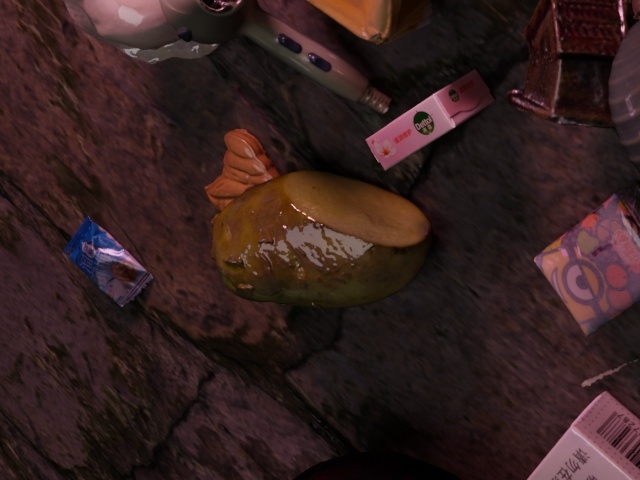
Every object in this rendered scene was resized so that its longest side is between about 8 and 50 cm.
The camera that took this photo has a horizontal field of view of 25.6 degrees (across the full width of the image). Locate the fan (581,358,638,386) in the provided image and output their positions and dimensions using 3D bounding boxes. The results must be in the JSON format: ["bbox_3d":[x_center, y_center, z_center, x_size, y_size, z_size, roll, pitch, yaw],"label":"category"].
[{"bbox_3d":[0.391,0.109,1.545,0.182,0.010,0.310,53,136,2],"label":"fan"}]

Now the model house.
[{"bbox_3d":[0.282,-0.188,1.413,0.165,0.106,0.152,4,110,0],"label":"model house"}]

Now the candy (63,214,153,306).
[{"bbox_3d":[-0.316,0.035,2.103,0.136,0.038,0.088,43,122,3],"label":"candy"}]

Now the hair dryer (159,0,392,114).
[{"bbox_3d":[-0.063,-0.238,1.541,0.298,0.296,0.119,30,94,9],"label":"hair dryer"}]

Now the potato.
[{"bbox_3d":[0.000,0.000,1.728,0.298,0.141,0.176,-4,127,24],"label":"potato"}]

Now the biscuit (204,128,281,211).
[{"bbox_3d":[-0.081,-0.027,1.865,0.162,0.035,0.250,2,118,45],"label":"biscuit"}]

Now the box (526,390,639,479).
[{"bbox_3d":[0.391,0.359,1.637,0.330,0.095,0.210,40,135,13],"label":"box"}]

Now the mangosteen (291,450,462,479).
[{"bbox_3d":[0.097,0.471,1.808,0.382,0.382,0.435,14,162,35],"label":"mangosteen"}]

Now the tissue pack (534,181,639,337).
[{"bbox_3d":[0.313,0.022,1.519,0.109,0.060,0.148,56,138,8],"label":"tissue pack"}]

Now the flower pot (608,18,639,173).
[{"bbox_3d":[0.375,-0.115,1.299,0.189,0.157,0.243,-37,102,22],"label":"flower pot"}]

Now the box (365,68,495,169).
[{"bbox_3d":[0.122,-0.134,1.577,0.125,0.089,0.043,-31,92,45],"label":"box"}]

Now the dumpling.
[{"bbox_3d":[-0.211,-0.282,1.762,0.228,0.124,0.151,5,135,13],"label":"dumpling"}]

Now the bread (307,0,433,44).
[{"bbox_3d":[0.019,-0.324,1.523,0.241,0.107,0.136,37,153,22],"label":"bread"}]
